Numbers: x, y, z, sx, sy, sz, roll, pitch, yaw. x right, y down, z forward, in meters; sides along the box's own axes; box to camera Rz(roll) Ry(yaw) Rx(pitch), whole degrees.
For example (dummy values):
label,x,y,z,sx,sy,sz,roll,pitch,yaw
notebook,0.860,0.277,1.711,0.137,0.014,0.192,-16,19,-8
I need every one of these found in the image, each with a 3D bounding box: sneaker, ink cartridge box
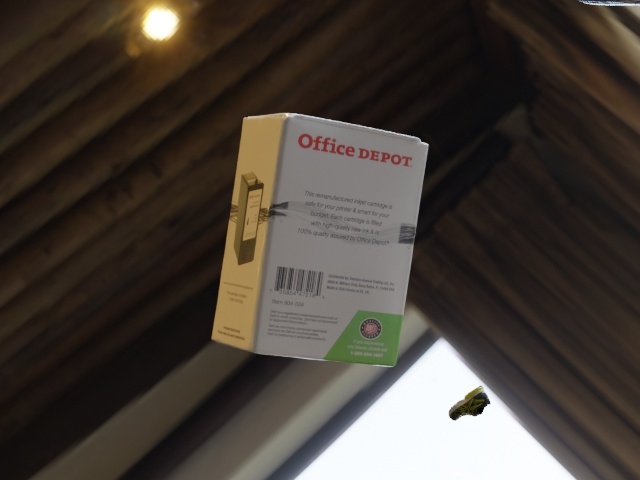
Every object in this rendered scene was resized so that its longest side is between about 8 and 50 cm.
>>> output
label,x,y,z,sx,sy,sz,roll,pitch,yaw
sneaker,0.215,0.243,2.062,0.031,0.035,0.083,-19,-23,-41
ink cartridge box,0.000,0.000,1.677,0.198,0.115,0.272,9,-91,-29

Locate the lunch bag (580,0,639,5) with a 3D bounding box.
label,x,y,z,sx,sy,sz,roll,pitch,yaw
lunch bag,0.430,-0.352,1.817,0.176,0.219,0.090,-11,-76,-19
